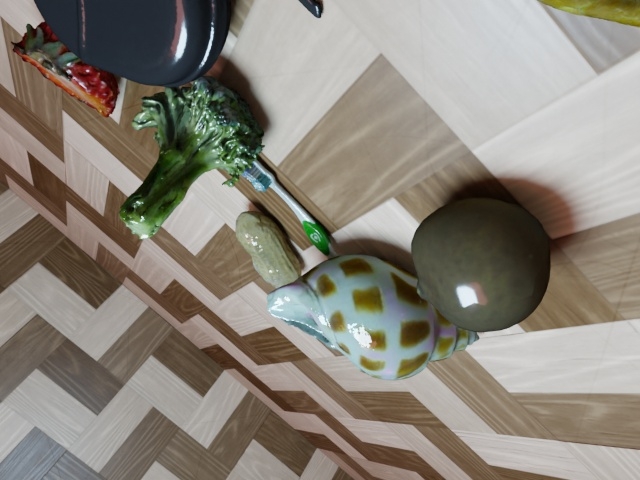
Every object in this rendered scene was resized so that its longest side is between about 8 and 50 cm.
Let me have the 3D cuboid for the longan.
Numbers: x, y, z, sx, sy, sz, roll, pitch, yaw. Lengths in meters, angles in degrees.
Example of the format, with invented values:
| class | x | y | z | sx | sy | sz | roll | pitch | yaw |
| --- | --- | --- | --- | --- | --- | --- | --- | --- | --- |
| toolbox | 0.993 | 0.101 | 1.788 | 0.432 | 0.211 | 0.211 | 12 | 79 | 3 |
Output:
| class | x | y | z | sx | sy | sz | roll | pitch | yaw |
| --- | --- | --- | --- | --- | --- | --- | --- | --- | --- |
| longan | 0.206 | 0.027 | 0.588 | 0.189 | 0.189 | 0.189 | 26 | 147 | 18 |

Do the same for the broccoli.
| class | x | y | z | sx | sy | sz | roll | pitch | yaw |
| --- | --- | --- | --- | --- | --- | --- | --- | --- | --- |
| broccoli | -0.228 | -0.150 | 0.699 | 0.199 | 0.274 | 0.177 | 49 | 151 | 2 |

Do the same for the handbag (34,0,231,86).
| class | x | y | z | sx | sy | sz | roll | pitch | yaw |
| --- | --- | --- | --- | --- | --- | --- | --- | --- | --- |
| handbag | -0.262 | -0.341 | 0.595 | 0.307 | 0.093 | 0.254 | 23 | 130 | 14 |

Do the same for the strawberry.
| class | x | y | z | sx | sy | sz | roll | pitch | yaw |
| --- | --- | --- | --- | --- | --- | --- | --- | --- | --- |
| strawberry | -0.456 | -0.335 | 0.868 | 0.190 | 0.111 | 0.236 | 29 | 173 | -6 |

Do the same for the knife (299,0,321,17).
| class | x | y | z | sx | sy | sz | roll | pitch | yaw |
| --- | --- | --- | --- | --- | --- | --- | --- | --- | --- |
| knife | -0.058 | -0.332 | 0.535 | 0.170 | 0.010 | 0.023 | 44 | 149 | -7 |

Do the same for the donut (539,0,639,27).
| class | x | y | z | sx | sy | sz | roll | pitch | yaw |
| --- | --- | --- | --- | --- | --- | --- | --- | --- | --- |
| donut | 0.224 | -0.237 | 0.257 | 0.261 | 0.128 | 0.209 | 20 | 144 | 25 |

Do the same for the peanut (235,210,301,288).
| class | x | y | z | sx | sy | sz | roll | pitch | yaw |
| --- | --- | --- | --- | --- | --- | --- | --- | --- | --- |
| peanut | -0.114 | 0.022 | 0.985 | 0.098 | 0.090 | 0.215 | 17 | 142 | 47 |

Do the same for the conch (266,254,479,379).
| class | x | y | z | sx | sy | sz | roll | pitch | yaw |
| --- | --- | --- | --- | --- | --- | --- | --- | --- | --- |
| conch | 0.097 | 0.144 | 0.825 | 0.367 | 0.197 | 0.249 | 35 | 153 | 2 |

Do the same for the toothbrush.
| class | x | y | z | sx | sy | sz | roll | pitch | yaw |
| --- | --- | --- | --- | --- | --- | --- | --- | --- | --- |
| toothbrush | 0.002 | -0.004 | 0.891 | 0.418 | 0.040 | 0.042 | 45 | 142 | -20 |
